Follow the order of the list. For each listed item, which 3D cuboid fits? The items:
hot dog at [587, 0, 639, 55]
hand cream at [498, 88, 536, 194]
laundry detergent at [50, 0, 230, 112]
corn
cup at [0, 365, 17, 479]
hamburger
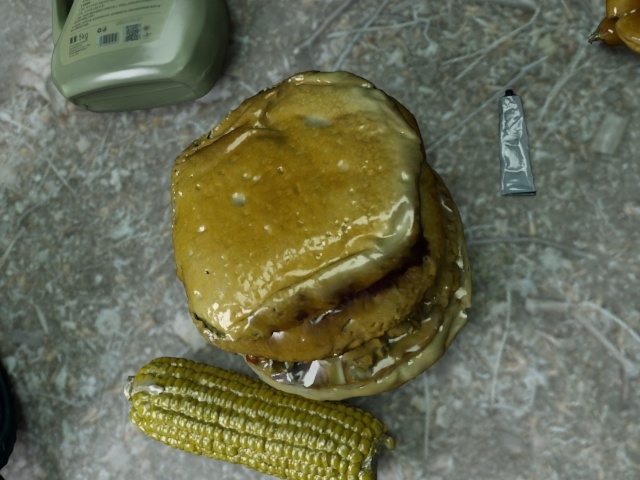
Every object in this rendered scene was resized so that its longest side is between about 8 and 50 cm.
[{"bbox_3d":[0.348,-0.210,0.701,0.269,0.072,0.109,-16,75,10],"label":"hot dog"},{"bbox_3d":[0.167,-0.084,0.758,0.030,0.019,0.093,-4,86,12],"label":"hand cream"},{"bbox_3d":[-0.177,-0.257,0.837,0.181,0.091,0.253,-7,79,19],"label":"laundry detergent"},{"bbox_3d":[-0.056,0.155,0.741,0.238,0.080,0.080,15,84,14],"label":"corn"},{"bbox_3d":[-0.431,0.203,0.748,0.292,0.242,0.308,-34,71,5],"label":"cup"},{"bbox_3d":[0.000,0.000,0.707,0.244,0.163,0.244,-11,64,23],"label":"hamburger"}]
